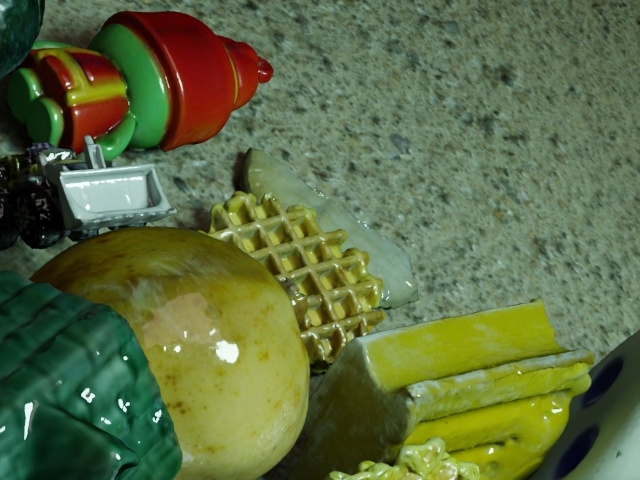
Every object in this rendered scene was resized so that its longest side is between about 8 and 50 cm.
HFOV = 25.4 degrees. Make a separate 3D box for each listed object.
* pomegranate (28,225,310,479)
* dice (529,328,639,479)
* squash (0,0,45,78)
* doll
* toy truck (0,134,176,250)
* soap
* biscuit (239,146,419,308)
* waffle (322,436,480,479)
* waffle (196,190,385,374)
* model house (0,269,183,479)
[{"bbox_3d":[-0.156,0.119,1.332,0.307,0.307,0.307,21,42,-20],"label":"pomegranate"},{"bbox_3d":[0.403,0.278,1.587,0.277,0.304,0.304,38,39,0],"label":"dice"},{"bbox_3d":[-0.430,-0.263,1.567,0.252,0.165,0.252,1,39,-1],"label":"squash"},{"bbox_3d":[-0.196,-0.194,1.714,0.363,0.160,0.182,-13,52,-45],"label":"doll"},{"bbox_3d":[-0.263,-0.049,1.453,0.136,0.286,0.111,-9,93,-36],"label":"toy truck"},{"bbox_3d":[0.120,0.201,1.499,0.281,0.259,0.143,-7,44,-43],"label":"soap"},{"bbox_3d":[0.001,-0.001,1.770,0.290,0.038,0.141,38,39,0],"label":"biscuit"},{"bbox_3d":[0.059,0.299,1.372,0.238,0.243,0.059,1,24,-39],"label":"waffle"},{"bbox_3d":[-0.042,0.060,1.642,0.253,0.056,0.249,38,50,-6],"label":"waffle"},{"bbox_3d":[-0.292,0.248,1.019,0.395,0.400,0.445,40,38,7],"label":"model house"}]
